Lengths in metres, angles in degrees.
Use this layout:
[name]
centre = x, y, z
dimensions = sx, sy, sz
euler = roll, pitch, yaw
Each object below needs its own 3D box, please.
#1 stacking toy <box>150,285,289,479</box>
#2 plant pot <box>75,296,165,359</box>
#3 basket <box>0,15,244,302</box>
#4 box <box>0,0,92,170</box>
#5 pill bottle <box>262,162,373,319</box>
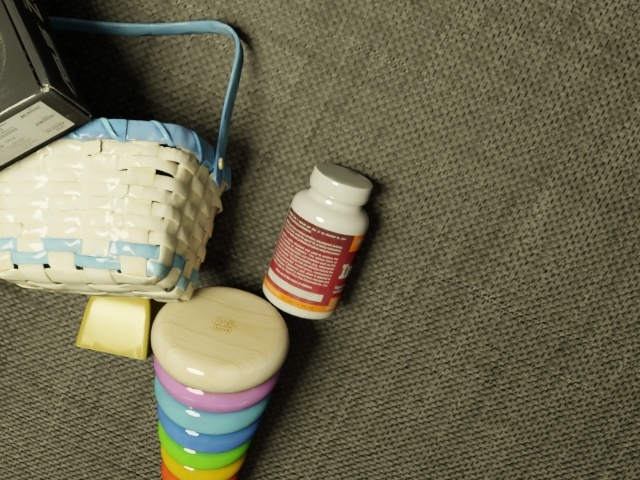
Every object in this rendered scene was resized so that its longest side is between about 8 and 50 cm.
[stacking toy]
centre = -0.123, 0.215, 0.998
dimensions = 0.141, 0.141, 0.330
euler = 13, 126, 3
[plant pot]
centre = -0.218, 0.078, 1.010
dimensions = 0.081, 0.081, 0.083
euler = 11, 99, 4
[basket]
centre = -0.218, -0.089, 0.905
dimensions = 0.255, 0.201, 0.288
euler = 4, 82, 10
[box]
centre = -0.444, -0.157, 0.813
dimensions = 0.395, 0.097, 0.318
euler = -28, 74, 6
[pill bottle]
centre = 0.000, 0.000, 0.949
dimensions = 0.086, 0.086, 0.152
euler = 20, 110, 1
